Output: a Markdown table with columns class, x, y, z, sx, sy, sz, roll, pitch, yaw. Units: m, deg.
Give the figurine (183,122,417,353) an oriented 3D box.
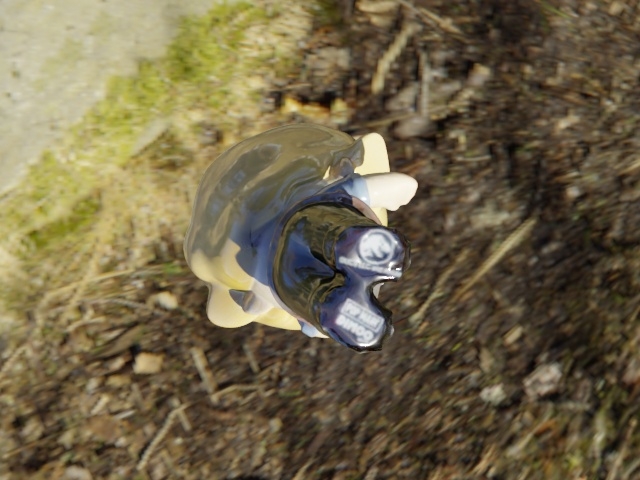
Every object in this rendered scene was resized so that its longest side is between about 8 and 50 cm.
| class | x | y | z | sx | sy | sz | roll | pitch | yaw |
| --- | --- | --- | --- | --- | --- | --- | --- | --- | --- |
| figurine | 0.000 | 0.000 | 0.750 | 0.108 | 0.196 | 0.114 | 5 | 97 | -21 |
